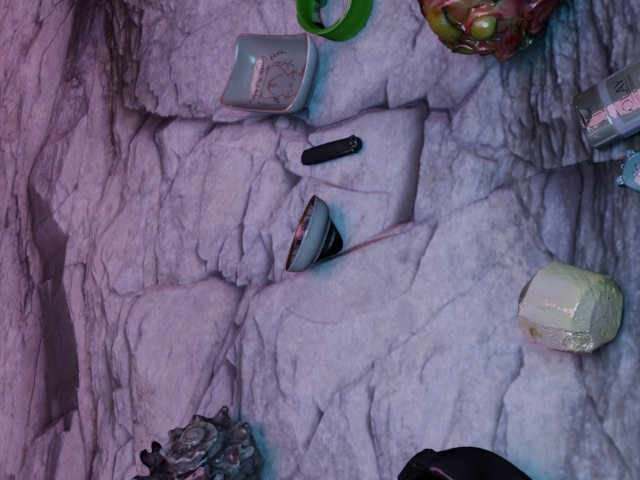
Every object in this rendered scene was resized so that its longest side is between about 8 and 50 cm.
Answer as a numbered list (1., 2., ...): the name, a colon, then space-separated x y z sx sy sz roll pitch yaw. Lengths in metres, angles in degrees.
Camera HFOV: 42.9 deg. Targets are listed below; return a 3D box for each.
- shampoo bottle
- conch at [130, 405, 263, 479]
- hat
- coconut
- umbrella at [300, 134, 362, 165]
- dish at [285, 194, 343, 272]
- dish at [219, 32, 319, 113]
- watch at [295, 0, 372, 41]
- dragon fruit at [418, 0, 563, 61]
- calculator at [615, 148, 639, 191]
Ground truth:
1. shampoo bottle: 0.439 -0.204 1.040 0.227 0.056 0.086 -29 60 35
2. conch: -0.223 0.404 1.441 0.313 0.186 0.240 -33 30 54
3. hat: 0.238 0.401 1.037 0.238 0.209 0.336 -35 74 55
4. coconut: 0.312 0.086 1.049 0.122 0.116 0.116 15 90 46
5. umbrella: 0.019 -0.160 1.440 0.133 0.031 0.036 -9 75 41
6. dish: 0.000 0.000 1.399 0.141 0.078 0.141 -160 90 -81
7. dish: -0.085 -0.309 1.542 0.212 0.077 0.151 14 88 44
8. watch: 0.022 -0.447 1.450 0.165 0.131 0.152 -46 63 25
9. dragon fruit: 0.224 -0.401 1.158 0.250 0.269 0.290 -23 61 48
10. calculator: 0.445 -0.081 1.031 0.141 0.019 0.094 20 96 44
